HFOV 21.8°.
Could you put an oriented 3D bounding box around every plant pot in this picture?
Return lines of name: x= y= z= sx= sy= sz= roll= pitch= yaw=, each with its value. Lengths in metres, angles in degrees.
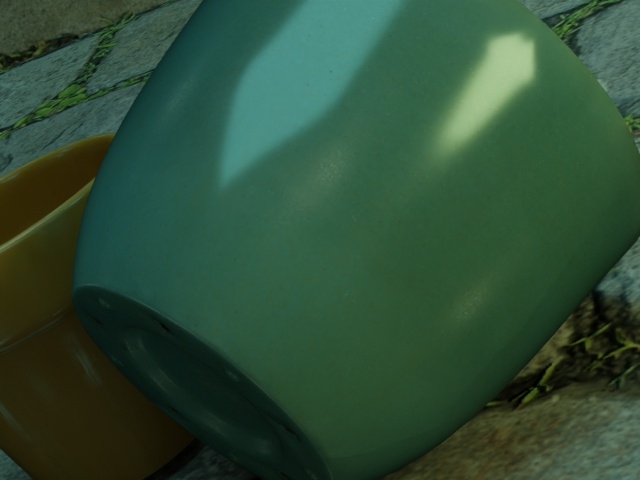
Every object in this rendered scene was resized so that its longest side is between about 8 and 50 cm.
plant pot: x=0.000 y=0.000 z=0.946 sx=0.293 sy=0.293 sz=0.235 roll=6 pitch=52 yaw=54
plant pot: x=-0.169 y=0.061 z=1.092 sx=0.205 sy=0.188 sz=0.205 roll=-27 pitch=17 yaw=9
